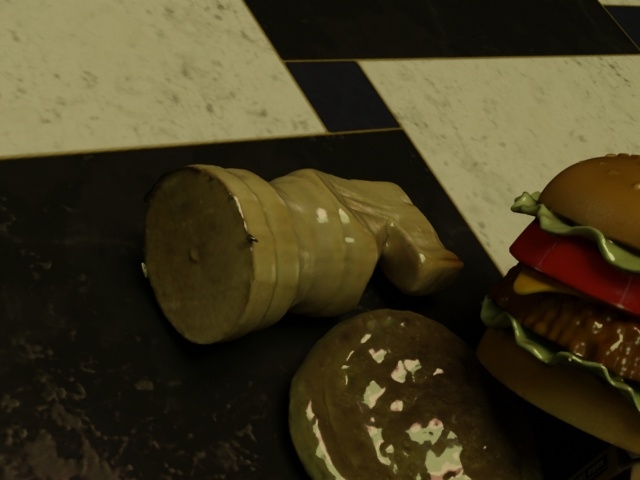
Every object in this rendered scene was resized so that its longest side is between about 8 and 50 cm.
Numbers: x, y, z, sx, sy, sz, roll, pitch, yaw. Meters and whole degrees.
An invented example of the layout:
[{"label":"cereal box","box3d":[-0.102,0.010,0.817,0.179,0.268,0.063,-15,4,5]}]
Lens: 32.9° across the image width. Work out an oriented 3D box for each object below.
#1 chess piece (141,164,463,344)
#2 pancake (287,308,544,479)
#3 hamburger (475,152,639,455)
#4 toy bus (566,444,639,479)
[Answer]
[{"label":"chess piece","box3d":[0.000,0.000,0.914,0.301,0.137,0.137,-8,56,-49]},{"label":"pancake","box3d":[0.081,0.151,0.863,0.242,0.050,0.242,19,42,-18]},{"label":"hamburger","box3d":[0.274,0.042,0.889,0.274,0.212,0.274,18,12,-4]},{"label":"toy bus","box3d":[0.305,0.282,0.823,0.289,0.139,0.157,28,37,-10]}]
